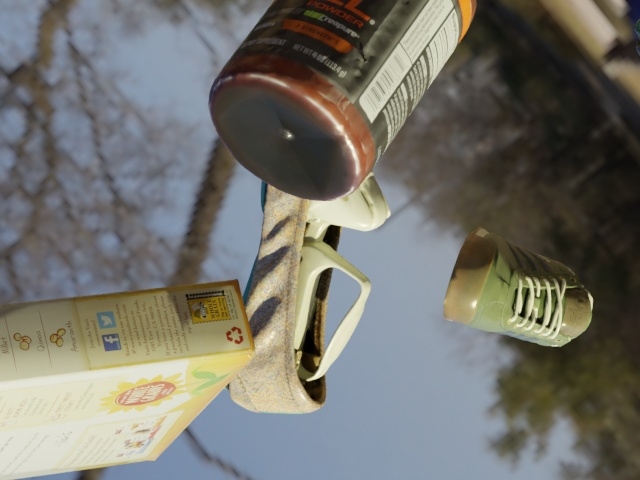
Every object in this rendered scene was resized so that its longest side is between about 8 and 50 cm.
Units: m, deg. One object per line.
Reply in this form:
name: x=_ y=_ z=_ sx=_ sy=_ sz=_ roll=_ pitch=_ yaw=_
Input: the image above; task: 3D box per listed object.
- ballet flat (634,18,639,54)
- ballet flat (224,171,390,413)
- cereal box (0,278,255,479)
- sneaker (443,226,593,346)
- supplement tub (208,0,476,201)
ballet flat: x=0.288 y=-0.130 z=1.493 sx=0.074 sy=0.074 sz=0.203 roll=49 pitch=-171 yaw=-15
ballet flat: x=0.000 y=0.000 z=1.693 sx=0.106 sy=0.316 sz=0.107 roll=17 pitch=-166 yaw=24
cereal box: x=-0.172 y=0.080 z=0.990 sx=0.240 sy=0.173 sz=0.047 roll=-5 pitch=-111 yaw=-26
sneaker: x=0.140 y=0.035 z=1.326 sx=0.086 sy=0.064 sz=0.192 roll=17 pitch=-179 yaw=12
supplement tub: x=0.024 y=-0.124 z=1.175 sx=0.106 sy=0.198 sz=0.106 roll=23 pitch=147 yaw=16
